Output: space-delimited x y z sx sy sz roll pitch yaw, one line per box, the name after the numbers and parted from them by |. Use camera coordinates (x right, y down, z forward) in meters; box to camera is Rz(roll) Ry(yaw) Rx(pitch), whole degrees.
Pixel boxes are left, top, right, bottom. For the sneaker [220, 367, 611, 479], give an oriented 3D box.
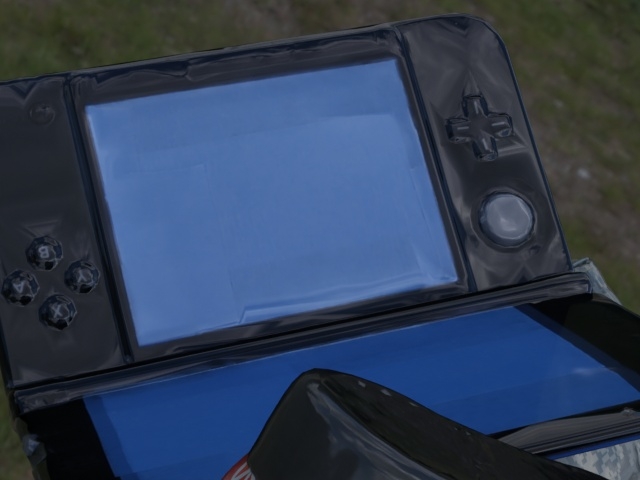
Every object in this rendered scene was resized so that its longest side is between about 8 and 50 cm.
0.054 0.148 0.503 0.270 0.145 0.090 28 11 -37 | sneaker

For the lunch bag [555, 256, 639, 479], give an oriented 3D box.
0.198 0.199 1.458 0.305 0.212 0.256 -26 77 -46 | lunch bag

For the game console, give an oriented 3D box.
0.000 0.000 0.694 0.293 0.173 0.250 -11 76 -16 | game console
